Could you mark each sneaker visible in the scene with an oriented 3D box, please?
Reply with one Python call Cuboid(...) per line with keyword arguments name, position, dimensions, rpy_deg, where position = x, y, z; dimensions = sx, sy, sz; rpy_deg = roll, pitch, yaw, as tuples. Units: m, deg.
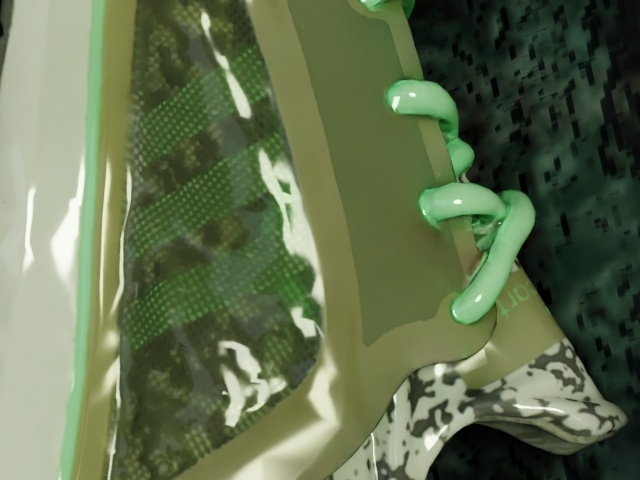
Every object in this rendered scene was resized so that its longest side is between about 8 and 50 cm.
Cuboid(name="sneaker", position=(0.000, 0.000, 0.493), dimensions=(0.182, 0.158, 0.410), rpy_deg=(13, 90, 2))
